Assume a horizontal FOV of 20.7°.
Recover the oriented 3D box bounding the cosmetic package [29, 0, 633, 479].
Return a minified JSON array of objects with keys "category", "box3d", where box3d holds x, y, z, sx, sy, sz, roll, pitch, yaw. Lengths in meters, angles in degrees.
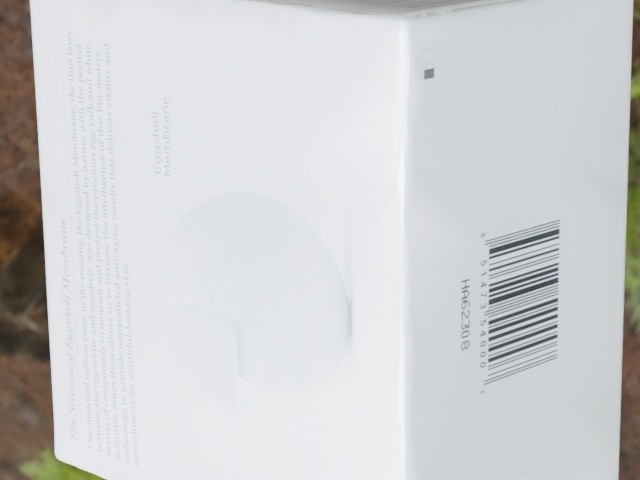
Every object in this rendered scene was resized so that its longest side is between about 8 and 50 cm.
[{"category":"cosmetic package","box3d":[0.000,0.000,0.730,0.225,0.138,0.224,14,111,43]}]
